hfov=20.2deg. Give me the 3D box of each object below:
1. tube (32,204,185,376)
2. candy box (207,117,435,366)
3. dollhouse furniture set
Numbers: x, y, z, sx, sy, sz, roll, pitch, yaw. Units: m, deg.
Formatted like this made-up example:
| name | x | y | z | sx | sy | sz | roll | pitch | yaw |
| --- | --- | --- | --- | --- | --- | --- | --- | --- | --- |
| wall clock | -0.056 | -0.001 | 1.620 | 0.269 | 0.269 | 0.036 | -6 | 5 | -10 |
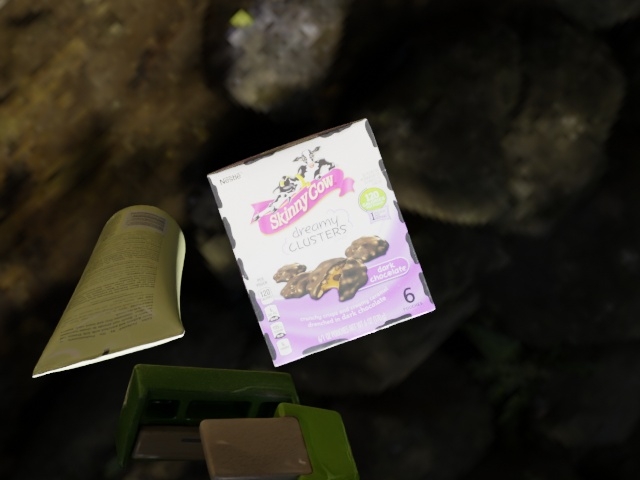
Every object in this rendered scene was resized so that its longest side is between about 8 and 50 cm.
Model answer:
| name | x | y | z | sx | sy | sz | roll | pitch | yaw |
| --- | --- | --- | --- | --- | --- | --- | --- | --- | --- |
| tube | -0.125 | 0.036 | 1.154 | 0.070 | 0.062 | 0.240 | -57 | -171 | 12 |
| candy box | 0.000 | 0.000 | 1.724 | 0.164 | 0.196 | 0.070 | -20 | -178 | 1 |
| dollhouse furniture set | -0.022 | 0.104 | 0.571 | 0.058 | 0.152 | 0.076 | 2 | 134 | -21 |
